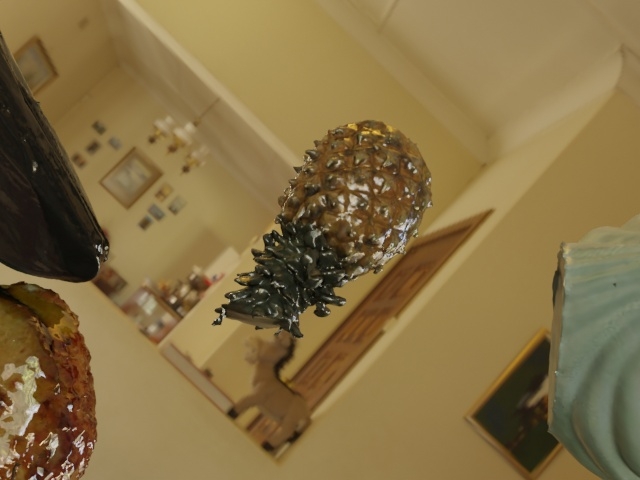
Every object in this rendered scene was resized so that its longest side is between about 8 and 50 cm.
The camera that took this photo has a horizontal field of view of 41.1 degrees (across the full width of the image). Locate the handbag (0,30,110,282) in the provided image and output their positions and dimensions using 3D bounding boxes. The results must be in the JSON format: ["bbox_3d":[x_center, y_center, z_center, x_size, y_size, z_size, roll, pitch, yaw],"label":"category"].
[{"bbox_3d":[-0.312,-0.109,0.771,0.191,0.075,0.332,9,-50,37],"label":"handbag"}]

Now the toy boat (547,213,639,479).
[{"bbox_3d":[0.197,0.067,0.542,0.100,0.200,0.290,3,-26,13],"label":"toy boat"}]

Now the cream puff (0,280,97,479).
[{"bbox_3d":[-0.302,0.150,0.756,0.240,0.240,0.164,38,-2,27],"label":"cream puff"}]

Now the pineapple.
[{"bbox_3d":[0.000,0.000,0.894,0.157,0.279,0.158,26,-35,20],"label":"pineapple"}]
